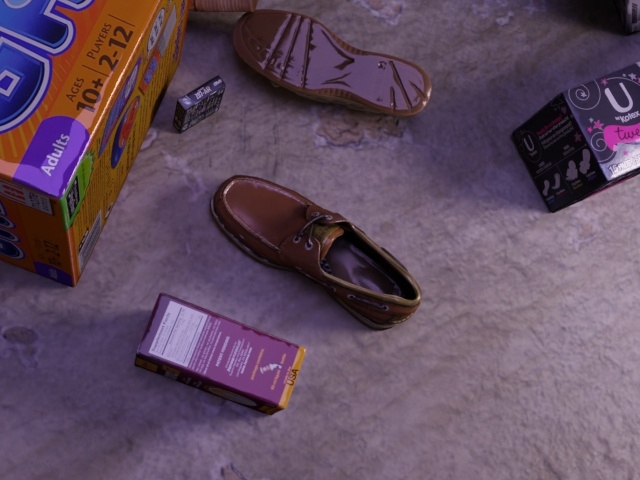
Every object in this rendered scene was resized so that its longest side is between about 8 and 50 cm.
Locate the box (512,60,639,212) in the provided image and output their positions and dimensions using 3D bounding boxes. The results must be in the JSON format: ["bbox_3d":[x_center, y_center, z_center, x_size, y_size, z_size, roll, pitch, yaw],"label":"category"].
[{"bbox_3d":[0.434,-0.165,1.262,0.247,0.163,0.142,-24,82,-19],"label":"box"}]

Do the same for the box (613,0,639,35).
[{"bbox_3d":[0.457,-0.434,1.319,0.056,0.231,0.183,-18,77,16],"label":"box"}]

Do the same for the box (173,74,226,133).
[{"bbox_3d":[-0.162,-0.180,1.167,0.067,0.083,0.018,-36,86,-19],"label":"box"}]

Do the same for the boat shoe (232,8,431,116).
[{"bbox_3d":[0.012,-0.237,1.233,0.285,0.089,0.104,23,85,-3],"label":"boat shoe"}]

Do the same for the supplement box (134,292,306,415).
[{"bbox_3d":[-0.125,0.142,1.069,0.188,0.104,0.080,22,71,-6],"label":"supplement box"}]

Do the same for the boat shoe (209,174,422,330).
[{"bbox_3d":[0.000,0.000,1.141,0.307,0.104,0.110,30,70,-3],"label":"boat shoe"}]

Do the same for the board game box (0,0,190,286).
[{"bbox_3d":[-0.373,-0.209,0.978,0.356,0.356,0.356,23,70,-6],"label":"board game box"}]

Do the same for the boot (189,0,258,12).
[{"bbox_3d":[-0.179,-0.437,1.242,0.220,0.109,0.283,9,65,4],"label":"boot"}]
